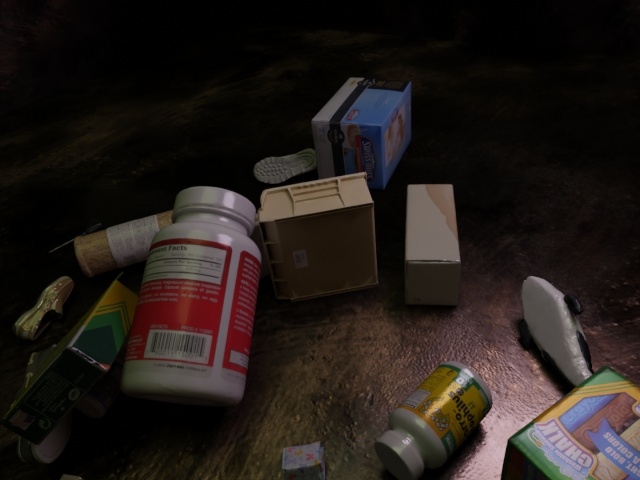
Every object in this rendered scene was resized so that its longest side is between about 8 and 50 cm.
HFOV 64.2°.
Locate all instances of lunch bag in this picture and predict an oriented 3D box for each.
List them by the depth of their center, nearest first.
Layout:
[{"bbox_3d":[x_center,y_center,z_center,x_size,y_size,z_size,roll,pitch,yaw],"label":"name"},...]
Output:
[{"bbox_3d":[-0.028,0.387,0.891,0.071,0.053,0.083,-10,12,-1],"label":"lunch bag"}]

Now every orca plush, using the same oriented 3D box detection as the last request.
[{"bbox_3d":[0.503,0.192,1.008,0.102,0.151,0.287,13,27,-25],"label":"orca plush"}]

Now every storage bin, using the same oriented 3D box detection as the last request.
[{"bbox_3d":[0.000,0.000,1.214,0.260,0.262,0.123,-10,40,-2],"label":"storage bin"}]

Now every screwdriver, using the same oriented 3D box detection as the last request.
[{"bbox_3d":[-0.747,-0.004,1.563,0.170,0.025,0.024,-37,46,-20],"label":"screwdriver"}]

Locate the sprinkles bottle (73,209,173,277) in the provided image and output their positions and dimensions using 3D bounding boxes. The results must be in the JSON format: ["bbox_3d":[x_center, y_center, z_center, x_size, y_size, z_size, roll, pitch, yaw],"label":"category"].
[{"bbox_3d":[-0.487,-0.006,1.424,0.355,0.121,0.121,-18,39,-13],"label":"sprinkles bottle"}]

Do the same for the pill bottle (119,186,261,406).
[{"bbox_3d":[-0.241,0.110,1.021,0.229,0.229,0.407,1,66,11],"label":"pill bottle"}]

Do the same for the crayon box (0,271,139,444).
[{"bbox_3d":[-0.455,0.207,0.990,0.202,0.081,0.318,-46,18,12],"label":"crayon box"}]

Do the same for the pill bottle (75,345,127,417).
[{"bbox_3d":[-0.450,0.292,1.070,0.078,0.078,0.137,5,39,17],"label":"pill bottle"}]

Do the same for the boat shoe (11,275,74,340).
[{"bbox_3d":[-0.678,0.174,1.287,0.072,0.068,0.190,18,53,12],"label":"boat shoe"}]

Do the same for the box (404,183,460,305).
[{"bbox_3d":[0.270,0.003,1.256,0.121,0.148,0.311,0,40,10],"label":"box"}]

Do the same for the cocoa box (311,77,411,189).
[{"bbox_3d":[0.149,-0.358,1.667,0.228,0.231,0.347,10,41,21],"label":"cocoa box"}]

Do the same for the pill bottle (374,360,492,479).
[{"bbox_3d":[0.194,0.316,0.889,0.208,0.117,0.117,-33,44,-29],"label":"pill bottle"}]

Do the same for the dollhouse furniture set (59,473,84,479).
[{"bbox_3d":[-0.396,0.466,0.796,0.129,0.129,0.183,2,39,13],"label":"dollhouse furniture set"}]

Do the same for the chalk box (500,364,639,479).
[{"bbox_3d":[0.386,0.359,0.747,0.289,0.180,0.179,-24,40,-21],"label":"chalk box"}]

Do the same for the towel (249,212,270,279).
[{"bbox_3d":[-0.192,0.033,1.268,0.282,0.187,0.049,-26,44,-22],"label":"towel"}]

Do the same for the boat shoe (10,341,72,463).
[{"bbox_3d":[-0.560,0.326,1.029,0.091,0.109,0.305,-15,32,-8],"label":"boat shoe"}]

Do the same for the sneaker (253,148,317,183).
[{"bbox_3d":[-0.107,-0.244,1.704,0.235,0.090,0.095,-9,7,12],"label":"sneaker"}]
